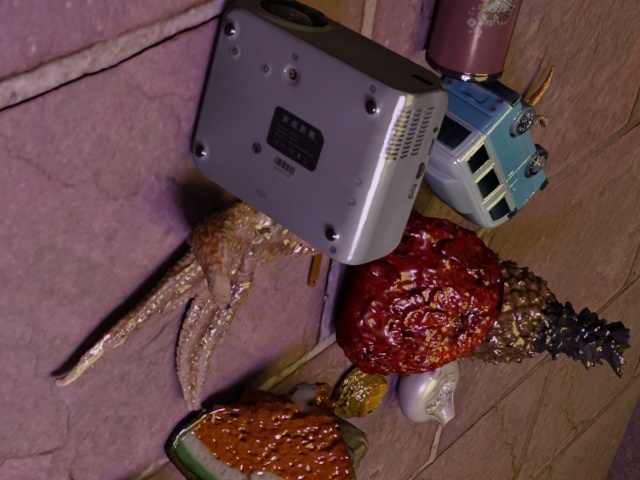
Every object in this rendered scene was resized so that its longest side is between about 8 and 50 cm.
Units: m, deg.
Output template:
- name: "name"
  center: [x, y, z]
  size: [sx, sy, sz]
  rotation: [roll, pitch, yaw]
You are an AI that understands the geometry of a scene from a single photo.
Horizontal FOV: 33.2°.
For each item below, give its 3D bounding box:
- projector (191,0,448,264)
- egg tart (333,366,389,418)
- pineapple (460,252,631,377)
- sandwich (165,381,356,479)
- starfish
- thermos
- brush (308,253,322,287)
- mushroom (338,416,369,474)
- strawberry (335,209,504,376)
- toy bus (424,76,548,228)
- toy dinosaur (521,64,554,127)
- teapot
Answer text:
- name: "projector"
  center: [-0.009, -0.121, 1.124]
  size: [0.108, 0.250, 0.198]
  rotation: [-17, 133, -48]
- name: "egg tart"
  center: [0.073, 0.259, 1.838]
  size: [0.130, 0.052, 0.130]
  rotation: [-34, 144, -30]
- name: "pineapple"
  center: [0.349, 0.141, 1.839]
  size: [0.202, 0.362, 0.202]
  rotation: [-49, 150, -42]
- name: "sandwich"
  center: [-0.069, 0.302, 1.506]
  size: [0.109, 0.292, 0.212]
  rotation: [99, -7, -67]
- name: "starfish"
  center: [-0.099, 0.059, 1.300]
  size: [0.383, 0.132, 0.398]
  rotation: [-52, 165, 7]
- name: "thermos"
  center: [0.207, -0.375, 1.369]
  size: [0.109, 0.136, 0.330]
  rotation: [-65, 169, -54]
- name: "brush"
  center: [0.000, 0.000, 1.507]
  size: [0.043, 0.014, 0.169]
  rotation: [-31, 144, -41]
- name: "mushroom"
  center: [-0.035, 0.385, 1.678]
  size: [0.164, 0.190, 0.266]
  rotation: [-28, 131, -75]
- name: "strawberry"
  center: [0.157, 0.088, 1.623]
  size: [0.274, 0.220, 0.274]
  rotation: [-41, 147, -34]
- name: "toy bus"
  center: [0.236, -0.127, 1.619]
  size: [0.164, 0.133, 0.271]
  rotation: [-48, 148, -6]
- name: "toy dinosaur"
  center: [0.328, -0.201, 1.784]
  size: [0.106, 0.044, 0.187]
  rotation: [-9, 129, -34]
- name: "teapot"
  center: [0.198, 0.263, 1.992]
  size: [0.145, 0.092, 0.226]
  rotation: [-48, 149, -21]
